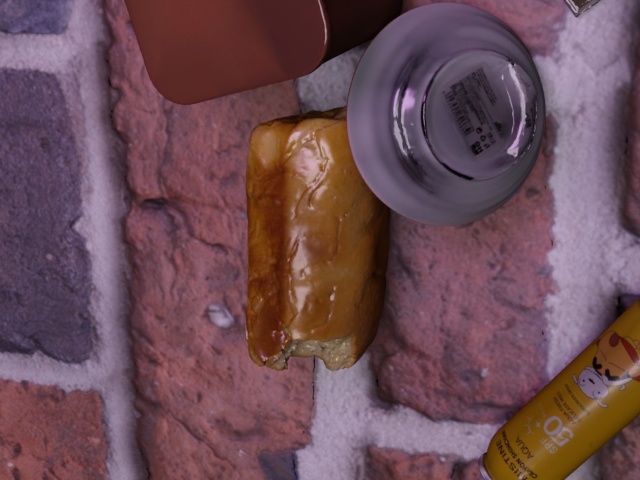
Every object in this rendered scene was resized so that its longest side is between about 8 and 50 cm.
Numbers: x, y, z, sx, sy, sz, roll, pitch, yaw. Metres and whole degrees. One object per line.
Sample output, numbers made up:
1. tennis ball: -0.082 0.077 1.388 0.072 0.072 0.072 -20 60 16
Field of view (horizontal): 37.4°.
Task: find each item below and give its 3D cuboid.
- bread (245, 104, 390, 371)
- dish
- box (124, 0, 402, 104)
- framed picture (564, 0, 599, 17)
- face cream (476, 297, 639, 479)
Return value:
1. bread: 0.007 0.000 1.191 0.149 0.195 0.344 14 112 34
2. dish: 0.164 -0.142 1.074 0.260 0.085 0.260 -2 97 -20
3. box: -0.075 -0.354 1.059 0.239 0.229 0.339 -8 105 32
4. framed picture: 0.318 -0.339 1.065 0.149 0.011 0.109 -34 95 34
5. face cream: 0.322 0.226 1.210 0.105 0.105 0.349 41 115 2
